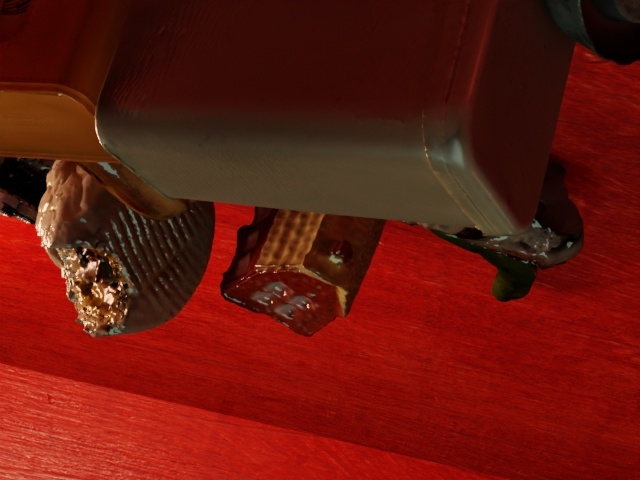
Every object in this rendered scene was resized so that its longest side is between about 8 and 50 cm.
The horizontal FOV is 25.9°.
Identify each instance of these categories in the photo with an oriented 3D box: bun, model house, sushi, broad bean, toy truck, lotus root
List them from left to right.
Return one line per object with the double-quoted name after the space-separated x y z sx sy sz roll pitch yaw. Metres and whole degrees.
-0.445 -0.075 2.136 0.124 0.114 0.253 14 165 43 "toy truck"
-0.292 -0.021 1.994 0.204 0.282 0.281 22 170 41 "bun"
-0.217 -0.142 1.673 0.193 0.193 0.291 -3 146 39 "lotus root"
0.000 0.000 1.897 0.160 0.196 0.254 31 155 -17 "model house"
0.195 -0.063 1.722 0.332 0.124 0.130 19 156 -17 "sushi"
0.243 0.023 2.040 0.144 0.049 0.292 2 156 45 "broad bean"

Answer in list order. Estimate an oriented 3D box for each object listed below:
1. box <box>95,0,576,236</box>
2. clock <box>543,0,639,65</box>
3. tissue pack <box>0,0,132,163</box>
0.029 -0.193 1.147 0.343 0.352 0.177 3 158 31 "box"
0.253 -0.246 1.054 0.049 0.226 0.226 35 176 37 "clock"
-0.246 -0.229 1.339 0.194 0.275 0.145 3 156 25 "tissue pack"
